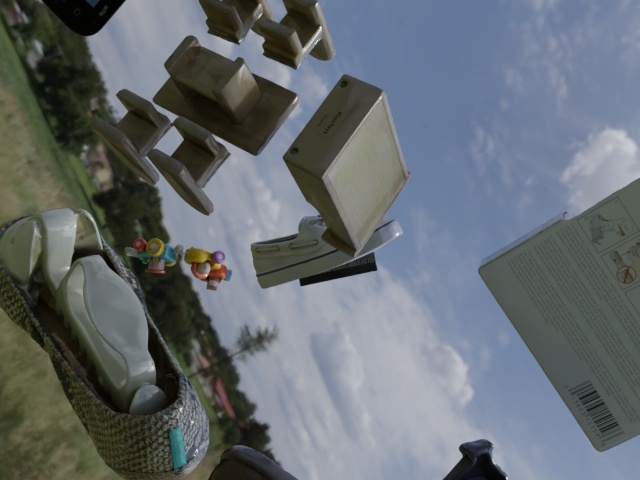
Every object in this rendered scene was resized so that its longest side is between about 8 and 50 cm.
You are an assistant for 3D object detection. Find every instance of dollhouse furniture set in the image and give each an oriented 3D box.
[{"bbox_3d":[-0.049,-0.109,0.766,0.242,0.212,0.161,29,-14,25],"label":"dollhouse furniture set"}]

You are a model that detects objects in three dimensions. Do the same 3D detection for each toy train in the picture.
[{"bbox_3d":[-0.204,0.042,1.141,0.125,0.166,0.046,147,-48,-62],"label":"toy train"}]

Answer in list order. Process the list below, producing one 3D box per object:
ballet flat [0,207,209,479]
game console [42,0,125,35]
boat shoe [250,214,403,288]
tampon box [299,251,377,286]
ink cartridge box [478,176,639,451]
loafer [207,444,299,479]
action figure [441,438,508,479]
[{"bbox_3d":[-0.283,0.071,0.933,0.483,0.164,0.182,45,-36,32],"label":"ballet flat"},{"bbox_3d":[-0.180,-0.354,0.830,0.213,0.361,0.044,51,31,-4],"label":"game console"},{"bbox_3d":[0.000,0.000,1.198,0.267,0.096,0.088,-19,-87,38],"label":"boat shoe"},{"bbox_3d":[0.029,0.028,1.600,0.120,0.161,0.101,17,62,-88],"label":"tampon box"},{"bbox_3d":[0.364,0.083,0.928,0.275,0.239,0.060,57,22,0],"label":"ink cartridge box"},{"bbox_3d":[-0.064,0.325,0.596,0.134,0.130,0.366,22,-58,32],"label":"loafer"},{"bbox_3d":[0.188,0.391,0.736,0.178,0.330,0.341,2,-61,58],"label":"action figure"}]
